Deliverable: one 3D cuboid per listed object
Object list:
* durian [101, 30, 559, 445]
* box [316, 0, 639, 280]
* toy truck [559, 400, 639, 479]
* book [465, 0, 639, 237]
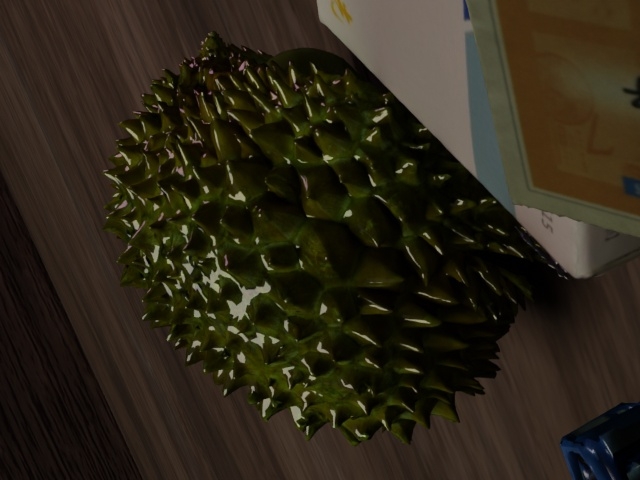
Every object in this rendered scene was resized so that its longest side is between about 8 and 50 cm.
[{"bbox_3d":[-0.003,0.000,0.775,0.237,0.200,0.176,31,102,45],"label":"durian"},{"bbox_3d":[0.057,-0.165,0.531,0.200,0.065,0.343,49,159,37],"label":"box"},{"bbox_3d":[0.157,0.125,0.604,0.126,0.113,0.208,66,163,-1],"label":"toy truck"},{"bbox_3d":[0.110,-0.083,0.429,0.170,0.018,0.242,17,142,33],"label":"book"}]
